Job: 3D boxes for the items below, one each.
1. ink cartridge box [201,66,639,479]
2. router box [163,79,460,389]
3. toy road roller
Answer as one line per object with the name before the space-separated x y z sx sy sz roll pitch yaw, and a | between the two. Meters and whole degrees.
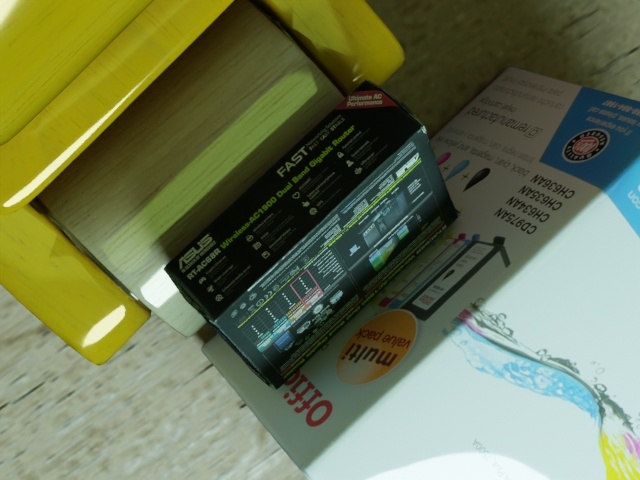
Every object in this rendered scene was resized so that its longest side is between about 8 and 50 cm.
ink cartridge box | 0.093 0.058 0.672 0.232 0.171 0.168 -42 115 -5
router box | 0.000 0.000 0.583 0.122 0.038 0.092 -43 152 -6
toy road roller | -0.103 -0.092 0.519 0.202 0.240 0.329 -45 115 -3
